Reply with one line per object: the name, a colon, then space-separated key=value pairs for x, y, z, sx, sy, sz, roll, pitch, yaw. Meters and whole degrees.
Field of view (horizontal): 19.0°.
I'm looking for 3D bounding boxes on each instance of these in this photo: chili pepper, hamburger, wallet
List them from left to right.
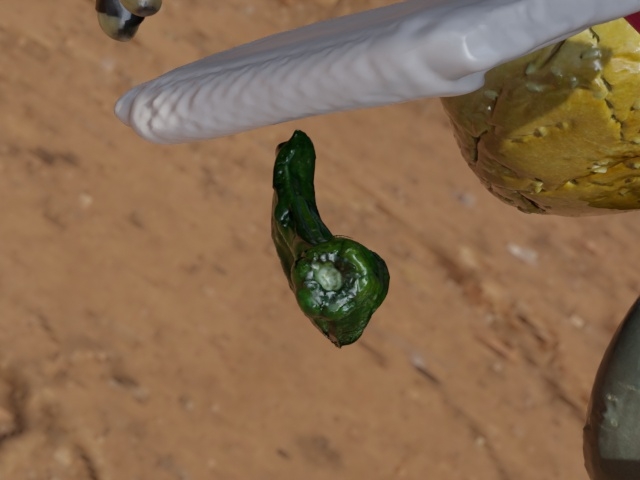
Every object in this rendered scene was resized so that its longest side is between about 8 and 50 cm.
chili pepper: x=0.003 y=0.006 z=0.661 sx=0.035 sy=0.055 sz=0.118 roll=-3 pitch=24 yaw=-5
wallet: x=0.019 y=-0.065 z=0.676 sx=0.183 sy=0.031 sz=0.124 roll=-8 pitch=13 yaw=46
hamburger: x=0.181 y=-0.096 z=1.180 sx=0.309 sy=0.211 sz=0.132 roll=46 pitch=39 yaw=-63

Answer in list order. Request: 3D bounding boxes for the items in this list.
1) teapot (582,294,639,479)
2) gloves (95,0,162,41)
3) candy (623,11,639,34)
teapot: x=0.338 y=0.155 z=1.372 sx=0.285 sy=0.223 sz=0.305 roll=27 pitch=23 yaw=33
gloves: x=-0.122 y=-0.258 z=1.074 sx=0.197 sy=0.301 sz=0.152 roll=1 pitch=-15 yaw=-32
candy: x=0.176 y=-0.142 z=0.707 sx=0.157 sy=0.100 sz=0.306 roll=-6 pitch=-27 yaw=40
